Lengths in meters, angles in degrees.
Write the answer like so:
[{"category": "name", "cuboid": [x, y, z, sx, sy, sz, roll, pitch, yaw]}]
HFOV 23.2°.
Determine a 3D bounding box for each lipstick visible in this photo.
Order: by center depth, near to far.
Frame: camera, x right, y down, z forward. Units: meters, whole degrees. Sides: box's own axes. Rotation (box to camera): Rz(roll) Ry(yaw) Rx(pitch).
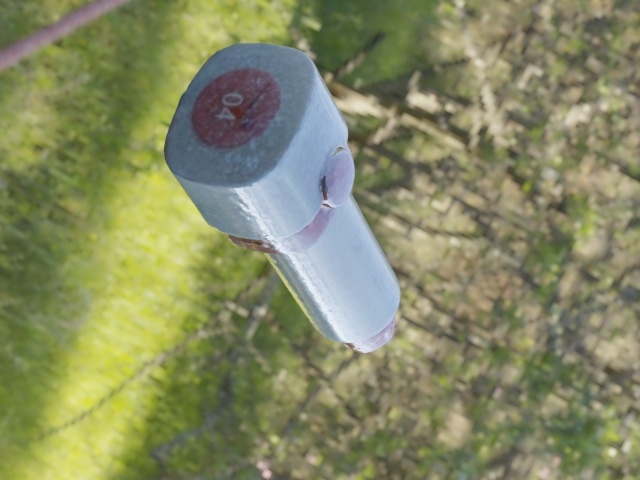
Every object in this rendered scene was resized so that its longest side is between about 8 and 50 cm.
[{"category": "lipstick", "cuboid": [0.001, 0.000, 0.636, 0.063, 0.057, 0.186, -68, 151, -23]}]
